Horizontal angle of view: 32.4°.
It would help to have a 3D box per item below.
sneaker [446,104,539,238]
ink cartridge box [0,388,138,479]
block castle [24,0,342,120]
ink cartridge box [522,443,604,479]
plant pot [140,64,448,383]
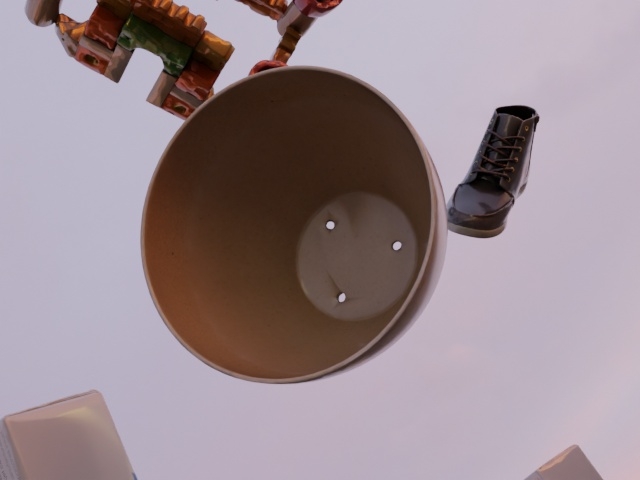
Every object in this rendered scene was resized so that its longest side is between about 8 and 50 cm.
[{"bbox_3d":[0.213,-0.092,1.387,0.222,0.083,0.118,-49,-30,-55],"label":"sneaker"},{"bbox_3d":[-0.328,0.338,1.243,0.129,0.223,0.307,-11,-21,-46],"label":"ink cartridge box"},{"bbox_3d":[-0.211,-0.392,1.724,0.213,0.453,0.303,-40,25,61],"label":"block castle"},{"bbox_3d":[0.210,0.247,0.974,0.052,0.088,0.122,-26,-21,-26],"label":"ink cartridge box"},{"bbox_3d":[0.000,0.000,1.043,0.284,0.284,0.191,-44,-24,9],"label":"plant pot"}]
